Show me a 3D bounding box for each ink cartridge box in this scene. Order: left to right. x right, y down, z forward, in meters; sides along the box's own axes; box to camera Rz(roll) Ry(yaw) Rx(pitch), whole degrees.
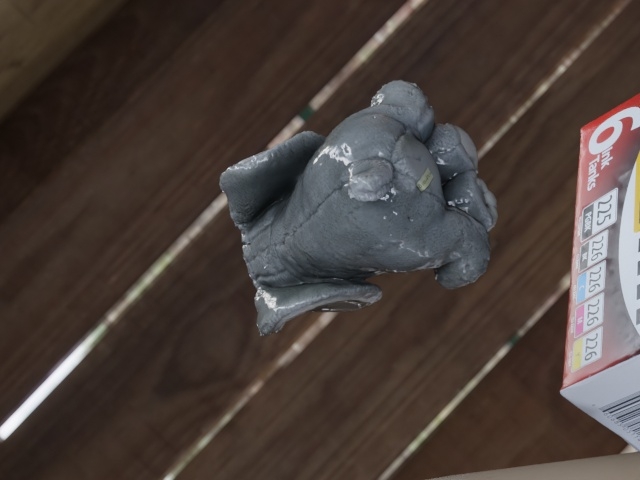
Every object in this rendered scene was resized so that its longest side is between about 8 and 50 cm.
[{"bbox_3d":[0.342,-0.015,1.098,0.130,0.272,0.309,37,-137,-24],"label":"ink cartridge box"}]

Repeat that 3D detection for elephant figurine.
[{"bbox_3d":[0.000,0.000,1.034,0.186,0.239,0.169,44,-145,-32],"label":"elephant figurine"}]

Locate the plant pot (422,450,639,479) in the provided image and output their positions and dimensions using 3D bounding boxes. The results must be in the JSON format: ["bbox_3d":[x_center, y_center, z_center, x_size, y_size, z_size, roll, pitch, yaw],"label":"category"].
[{"bbox_3d":[0.153,0.236,0.681,0.280,0.323,0.323,6,177,1],"label":"plant pot"}]
